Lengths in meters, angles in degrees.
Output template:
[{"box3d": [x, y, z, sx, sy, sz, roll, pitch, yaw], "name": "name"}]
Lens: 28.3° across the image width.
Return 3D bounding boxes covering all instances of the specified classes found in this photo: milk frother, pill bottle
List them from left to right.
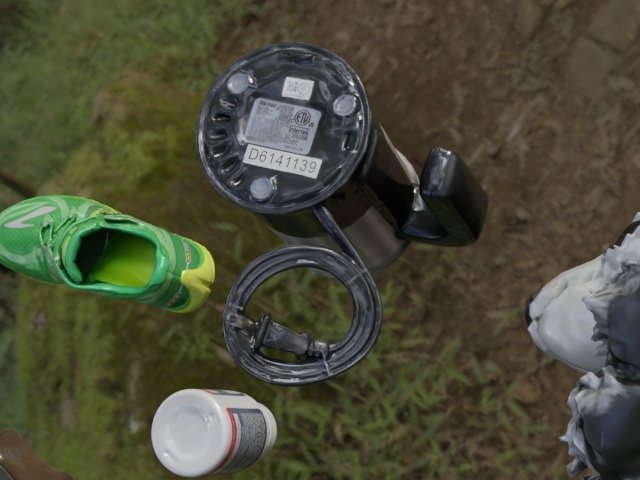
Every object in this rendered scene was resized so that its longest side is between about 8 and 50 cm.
[{"box3d": [-0.127, 0.245, 1.619, 0.108, 0.180, 0.108, -3, 81, 22], "name": "pill bottle"}, {"box3d": [0.000, 0.000, 0.628, 0.129, 0.135, 0.143, 32, 85, 21], "name": "milk frother"}]

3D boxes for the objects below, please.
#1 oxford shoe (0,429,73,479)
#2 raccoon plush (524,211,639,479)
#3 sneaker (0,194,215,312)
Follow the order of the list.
[{"box3d": [-0.271, 0.290, 1.315, 0.083, 0.227, 0.096, -26, 13, 39], "name": "oxford shoe"}, {"box3d": [0.310, 0.094, 0.624, 0.446, 0.299, 0.216, 26, 102, 19], "name": "raccoon plush"}, {"box3d": [-0.258, 0.003, 1.410, 0.295, 0.123, 0.109, 11, 82, 26], "name": "sneaker"}]
